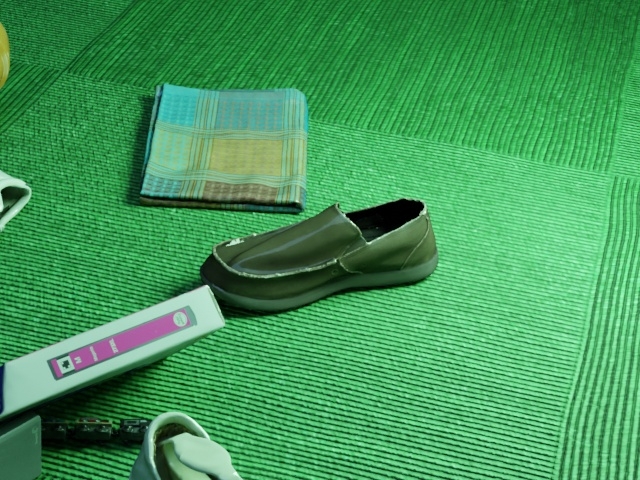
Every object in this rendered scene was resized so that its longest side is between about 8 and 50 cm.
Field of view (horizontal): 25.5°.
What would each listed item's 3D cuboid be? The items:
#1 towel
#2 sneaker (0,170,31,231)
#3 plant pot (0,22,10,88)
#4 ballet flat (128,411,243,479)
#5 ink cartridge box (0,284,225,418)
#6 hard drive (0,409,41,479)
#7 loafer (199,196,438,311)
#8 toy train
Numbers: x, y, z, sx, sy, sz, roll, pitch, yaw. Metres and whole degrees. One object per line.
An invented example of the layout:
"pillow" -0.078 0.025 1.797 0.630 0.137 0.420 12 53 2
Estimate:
"towel" -0.155 -0.161 2.350 0.271 0.040 0.370 2 33 -2
"sneaker" -0.510 -0.038 2.061 0.091 0.094 0.258 9 32 15
"plant pot" -0.612 -0.260 2.321 0.205 0.205 0.188 -3 49 -12
"ballet flat" -0.088 0.322 1.521 0.139 0.139 0.400 -18 39 -31
"ink cartridge box" -0.309 0.159 1.719 0.371 0.176 0.069 -24 87 -34
"hard drive" -0.377 0.260 1.611 0.022 0.094 0.135 30 40 30
"loafer" 0.000 0.000 2.033 0.366 0.130 0.134 -11 36 -23
"toy train" -0.281 0.231 1.733 0.158 0.027 0.036 1 29 -6
